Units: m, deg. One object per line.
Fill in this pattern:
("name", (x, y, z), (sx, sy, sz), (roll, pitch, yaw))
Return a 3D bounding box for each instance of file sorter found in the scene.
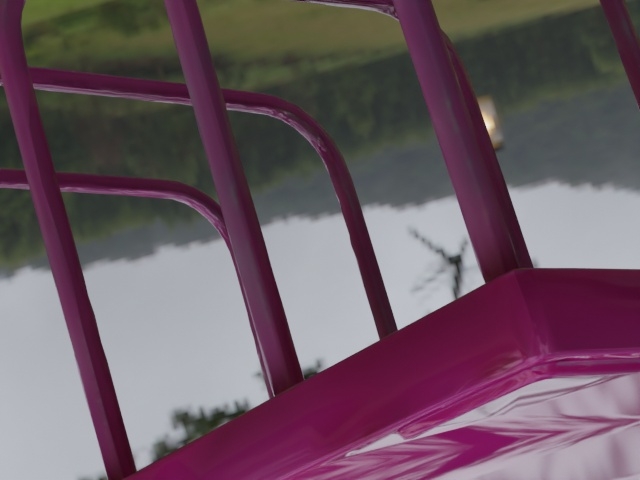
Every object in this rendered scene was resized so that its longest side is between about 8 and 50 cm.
("file sorter", (0.000, 0.000, 0.490), (0.202, 0.182, 0.291), (1, 156, -43))
